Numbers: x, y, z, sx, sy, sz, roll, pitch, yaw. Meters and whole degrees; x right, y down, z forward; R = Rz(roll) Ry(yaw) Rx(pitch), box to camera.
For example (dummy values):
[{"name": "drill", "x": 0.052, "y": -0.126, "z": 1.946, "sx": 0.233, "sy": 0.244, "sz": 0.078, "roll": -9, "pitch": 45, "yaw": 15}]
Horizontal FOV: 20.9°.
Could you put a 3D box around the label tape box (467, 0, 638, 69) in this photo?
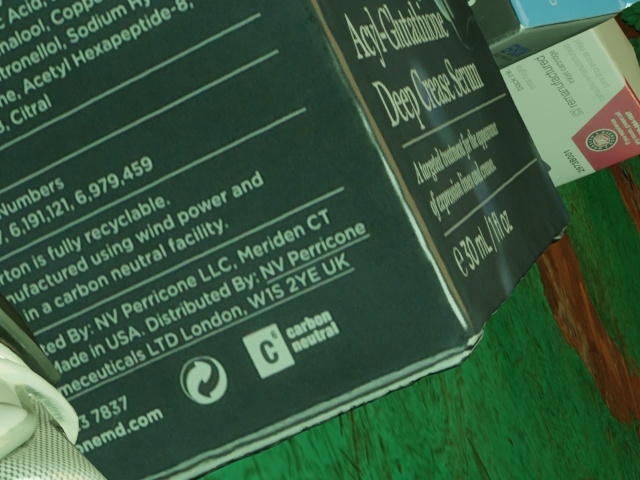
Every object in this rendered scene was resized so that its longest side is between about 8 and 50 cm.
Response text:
[{"name": "label tape box", "x": 0.032, "y": -0.202, "z": 1.012, "sx": 0.241, "sy": 0.333, "sz": 0.106, "roll": 67, "pitch": 17, "yaw": 6}]

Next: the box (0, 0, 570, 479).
[{"name": "box", "x": -0.077, "y": -0.117, "z": 0.785, "sx": 0.395, "sy": 0.212, "sz": 0.293, "roll": 64, "pitch": 18, "yaw": -2}]

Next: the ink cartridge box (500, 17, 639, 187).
[{"name": "ink cartridge box", "x": 0.100, "y": -0.100, "z": 1.249, "sx": 0.172, "sy": 0.237, "sz": 0.100, "roll": 43, "pitch": 30, "yaw": -51}]

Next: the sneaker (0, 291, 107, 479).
[{"name": "sneaker", "x": -0.116, "y": 0.067, "z": 0.485, "sx": 0.330, "sy": 0.146, "sz": 0.122, "roll": -81, "pitch": 164, "yaw": -58}]
